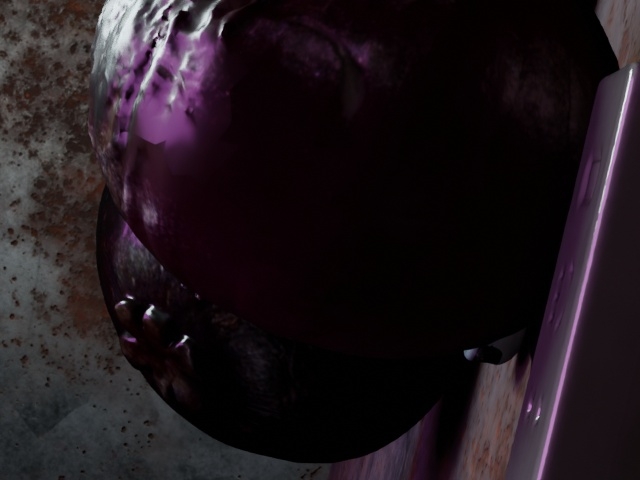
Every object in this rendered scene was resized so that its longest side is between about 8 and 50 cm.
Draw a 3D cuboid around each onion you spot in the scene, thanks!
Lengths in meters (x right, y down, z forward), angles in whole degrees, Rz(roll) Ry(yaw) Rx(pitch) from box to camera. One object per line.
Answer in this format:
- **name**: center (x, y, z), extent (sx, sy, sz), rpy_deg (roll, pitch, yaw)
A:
- **onion**: center (0.043, -0.062, 1.117), extent (0.282, 0.337, 0.260), rpy_deg (-58, 30, 11)

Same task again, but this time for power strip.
- **power strip**: center (0.139, 0.050, 0.931), extent (0.098, 0.058, 0.338), rpy_deg (134, 150, -88)

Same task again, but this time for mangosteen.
- **mangosteen**: center (0.000, 0.000, 1.819), extent (0.435, 0.382, 0.382), rpy_deg (-36, -24, -34)

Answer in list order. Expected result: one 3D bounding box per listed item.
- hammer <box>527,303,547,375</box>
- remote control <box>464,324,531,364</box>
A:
- **hammer**: center (0.105, 0.216, 1.092), extent (0.111, 0.043, 0.365), rpy_deg (-86, 9, -75)
- **remote control**: center (0.151, -0.022, 1.444), extent (0.087, 0.047, 0.244), rpy_deg (118, 166, -72)
